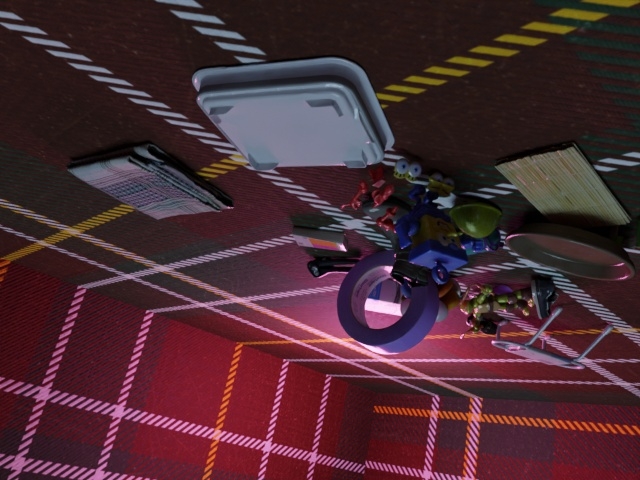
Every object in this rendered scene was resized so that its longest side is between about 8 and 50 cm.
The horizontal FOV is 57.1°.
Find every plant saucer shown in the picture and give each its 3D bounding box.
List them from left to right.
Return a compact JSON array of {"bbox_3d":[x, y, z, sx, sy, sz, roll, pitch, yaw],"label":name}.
[{"bbox_3d":[0.554,0.024,1.313,0.277,0.041,0.278,20,170,4],"label":"plant saucer"}]

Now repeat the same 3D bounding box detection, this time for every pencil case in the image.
[{"bbox_3d":[0.360,0.008,1.420,0.070,0.064,0.151,40,149,-21],"label":"pencil case"}]

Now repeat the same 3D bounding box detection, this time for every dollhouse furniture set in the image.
[{"bbox_3d":[0.652,-0.013,1.269,0.076,0.059,0.151,7,179,-8],"label":"dollhouse furniture set"}]

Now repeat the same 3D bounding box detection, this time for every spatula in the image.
[{"bbox_3d":[0.463,0.180,1.838,0.084,0.030,0.296,32,152,-31],"label":"spatula"}]

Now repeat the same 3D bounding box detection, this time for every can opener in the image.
[{"bbox_3d":[0.041,0.076,1.792,0.186,0.073,0.059,-8,113,34],"label":"can opener"}]

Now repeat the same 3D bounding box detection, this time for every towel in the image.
[{"bbox_3d":[-0.432,-0.132,1.503,0.324,0.056,0.312,-5,153,35],"label":"towel"}]

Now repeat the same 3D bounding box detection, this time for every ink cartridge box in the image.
[{"bbox_3d":[0.243,0.186,1.904,0.190,0.082,0.140,11,159,8],"label":"ink cartridge box"}]

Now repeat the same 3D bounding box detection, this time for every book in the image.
[{"bbox_3d":[0.000,0.000,1.638,0.144,0.035,0.096,7,161,12],"label":"book"}]

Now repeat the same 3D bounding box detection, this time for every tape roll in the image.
[{"bbox_3d":[0.184,0.169,1.627,0.274,0.275,0.090,-3,154,34],"label":"tape roll"}]

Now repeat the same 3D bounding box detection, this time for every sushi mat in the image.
[{"bbox_3d":[0.483,-0.094,1.159,0.151,0.019,0.316,-8,151,43],"label":"sushi mat"}]

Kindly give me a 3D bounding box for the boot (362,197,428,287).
[{"bbox_3d":[0.187,0.011,1.384,0.246,0.161,0.083,28,153,-36],"label":"boot"}]

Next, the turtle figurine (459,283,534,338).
[{"bbox_3d":[0.500,0.192,1.726,0.217,0.087,0.270,-5,135,0],"label":"turtle figurine"}]

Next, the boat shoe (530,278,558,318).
[{"bbox_3d":[0.638,0.167,1.658,0.065,0.075,0.206,-11,147,23],"label":"boat shoe"}]

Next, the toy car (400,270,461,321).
[{"bbox_3d":[0.312,0.149,1.725,0.182,0.159,0.136,-5,118,38],"label":"toy car"}]

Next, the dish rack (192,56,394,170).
[{"bbox_3d":[-0.051,-0.211,1.088,0.332,0.072,0.285,1,155,23],"label":"dish rack"}]

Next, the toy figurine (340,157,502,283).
[{"bbox_3d":[0.233,0.009,1.217,0.362,0.217,0.191,18,138,-33],"label":"toy figurine"}]

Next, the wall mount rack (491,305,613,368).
[{"bbox_3d":[0.752,0.320,1.923,0.350,0.131,0.304,19,161,-16],"label":"wall mount rack"}]

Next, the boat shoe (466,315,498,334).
[{"bbox_3d":[0.573,0.297,2.048,0.133,0.049,0.042,22,165,-14],"label":"boat shoe"}]
